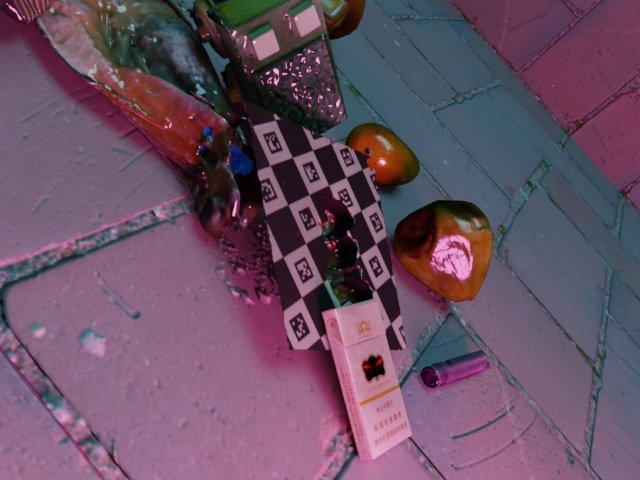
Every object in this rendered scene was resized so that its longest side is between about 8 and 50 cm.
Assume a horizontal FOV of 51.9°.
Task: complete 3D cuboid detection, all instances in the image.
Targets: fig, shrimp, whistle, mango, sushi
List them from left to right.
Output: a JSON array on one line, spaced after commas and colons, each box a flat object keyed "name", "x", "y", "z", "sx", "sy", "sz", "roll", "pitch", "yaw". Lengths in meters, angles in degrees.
[{"name": "shrimp", "x": -0.207, "y": -0.198, "z": 0.819, "sx": 0.221, "sy": 0.110, "sz": 0.446, "roll": -14, "pitch": 62, "yaw": -50}, {"name": "sushi", "x": 0.000, "y": 0.000, "z": 0.827, "sx": 0.264, "sy": 0.050, "sz": 0.290, "roll": 12, "pitch": 63, "yaw": -51}, {"name": "mango", "x": 0.114, "y": -0.147, "z": 1.177, "sx": 0.165, "sy": 0.089, "sz": 0.115, "roll": 31, "pitch": 24, "yaw": -31}, {"name": "fig", "x": 0.205, "y": 0.016, "z": 1.050, "sx": 0.154, "sy": 0.144, "sz": 0.166, "roll": -32, "pitch": 103, "yaw": -26}, {"name": "whistle", "x": 0.199, "y": 0.183, "z": 0.947, "sx": 0.176, "sy": 0.033, "sz": 0.033, "roll": 1, "pitch": 53, "yaw": -52}]

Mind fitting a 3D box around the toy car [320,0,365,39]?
[{"name": "toy car", "x": -0.023, "y": -0.496, "z": 1.346, "sx": 0.247, "sy": 0.204, "sz": 0.198, "roll": 23, "pitch": 61, "yaw": -33}]

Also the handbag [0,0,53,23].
[{"name": "handbag", "x": -0.370, "y": -0.408, "z": 0.685, "sx": 0.340, "sy": 0.247, "sz": 0.240, "roll": 23, "pitch": 60, "yaw": -20}]

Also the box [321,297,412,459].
[{"name": "box", "x": 0.055, "y": 0.154, "z": 0.754, "sx": 0.090, "sy": 0.024, "sz": 0.167, "roll": -6, "pitch": 80, "yaw": -54}]

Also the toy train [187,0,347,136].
[{"name": "toy train", "x": -0.067, "y": -0.259, "z": 0.926, "sx": 0.188, "sy": 0.159, "sz": 0.272, "roll": 52, "pitch": -12, "yaw": 40}]
